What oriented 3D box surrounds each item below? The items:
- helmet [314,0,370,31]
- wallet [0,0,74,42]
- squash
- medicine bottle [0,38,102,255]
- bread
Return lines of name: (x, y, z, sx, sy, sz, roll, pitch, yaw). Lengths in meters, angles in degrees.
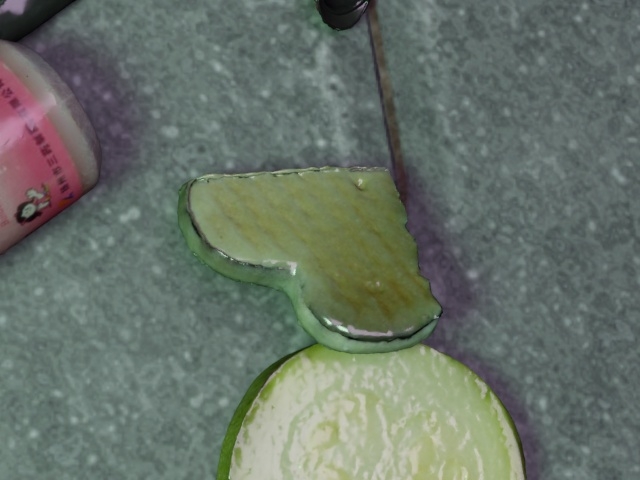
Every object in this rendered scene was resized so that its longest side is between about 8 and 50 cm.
helmet: (0.012, -0.223, 1.602, 0.065, 0.049, 0.084, 13, 103, -46)
wallet: (-0.298, -0.238, 1.521, 0.377, 0.051, 0.197, -36, 90, -17)
squash: (0.041, 0.202, 1.537, 0.252, 0.049, 0.252, 3, 81, -16)
medicine bottle: (-0.294, -0.036, 1.436, 0.247, 0.147, 0.147, -38, 91, -19)
bread: (0.000, 0.000, 1.534, 0.232, 0.064, 0.172, 30, 54, 6)
